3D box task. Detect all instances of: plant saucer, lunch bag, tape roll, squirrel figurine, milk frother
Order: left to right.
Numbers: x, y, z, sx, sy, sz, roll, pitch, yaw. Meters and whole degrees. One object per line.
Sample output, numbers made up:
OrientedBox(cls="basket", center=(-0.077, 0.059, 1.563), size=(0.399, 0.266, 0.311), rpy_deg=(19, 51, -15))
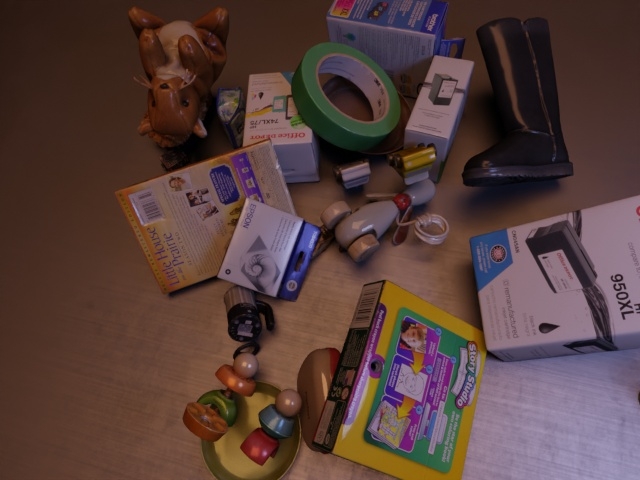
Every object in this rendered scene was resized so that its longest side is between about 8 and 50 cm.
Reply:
OrientedBox(cls="squirrel figurine", center=(-0.416, -0.434, 1.356), size=(0.281, 0.397, 0.370), rpy_deg=(0, 63, -13))
OrientedBox(cls="lunch bag", center=(-0.276, -0.388, 1.444), size=(0.096, 0.129, 0.151), rpy_deg=(-2, 63, 6))
OrientedBox(cls="milk frother", center=(-0.201, 0.217, 1.168), size=(0.143, 0.129, 0.134), rpy_deg=(-51, 28, 12))
OrientedBox(cls="plant saucer", center=(-0.163, 0.458, 1.074), size=(0.241, 0.037, 0.241), rpy_deg=(-3, 64, 6))
OrientedBox(cls="tape roll", center=(0.076, -0.411, 1.289), size=(0.321, 0.077, 0.321), rpy_deg=(12, 62, -24))
OrientedBox(cls="plant saucer", center=(0.135, -0.384, 1.400), size=(0.311, 0.050, 0.310), rpy_deg=(5, 64, -11))

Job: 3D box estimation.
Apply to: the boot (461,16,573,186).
OrientedBox(cls="boot", center=(0.497, -0.377, 1.216), size=(0.367, 0.146, 0.445), rpy_deg=(-7, 89, -30))

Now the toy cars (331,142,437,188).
OrientedBox(cls="toy cars", center=(0.165, -0.187, 1.227), size=(0.176, 0.087, 0.394), rpy_deg=(-28, 16, -39))

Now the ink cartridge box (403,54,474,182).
OrientedBox(cls="ink cartridge box", center=(0.338, -0.351, 1.313), size=(0.122, 0.211, 0.289), rpy_deg=(17, 66, 16))

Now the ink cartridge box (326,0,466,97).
OrientedBox(cls="ink cartridge box", center=(0.236, -0.601, 1.410), size=(0.395, 0.270, 0.151), rpy_deg=(19, 71, 15))

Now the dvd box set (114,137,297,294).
OrientedBox(cls="dvd box set", center=(-0.281, -0.062, 1.221), size=(0.420, 0.062, 0.307), rpy_deg=(-20, 109, -3))

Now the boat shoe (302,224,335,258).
OrientedBox(cls="boat shoe", center=(0.000, 0.000, 1.271), size=(0.135, 0.045, 0.050), rpy_deg=(-43, 78, -11))

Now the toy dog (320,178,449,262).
OrientedBox(cls="toy dog", center=(0.160, -0.048, 1.238), size=(0.334, 0.161, 0.220), rpy_deg=(-8, 69, -13))

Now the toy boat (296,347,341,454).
OrientedBox(cls="toy boat", center=(0.037, 0.367, 1.058), size=(0.151, 0.151, 0.231), rpy_deg=(5, 61, -25))

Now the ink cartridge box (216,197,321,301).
OrientedBox(cls="ink cartridge box", center=(-0.128, 0.029, 1.185), size=(0.224, 0.045, 0.223), rpy_deg=(20, 86, -14))

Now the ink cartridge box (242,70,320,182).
OrientedBox(cls="ink cartridge box", center=(-0.107, -0.334, 1.359), size=(0.198, 0.197, 0.270), rpy_deg=(-3, 64, 5))

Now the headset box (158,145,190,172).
OrientedBox(cls="headset box", center=(-0.472, -0.258, 1.456), size=(0.083, 0.032, 0.062), rpy_deg=(-35, 66, -12))

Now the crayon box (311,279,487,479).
OrientedBox(cls="crayon box", center=(0.190, 0.317, 0.986), size=(0.313, 0.106, 0.363), rpy_deg=(29, 67, -18))

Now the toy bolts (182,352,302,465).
OrientedBox(cls="toy bolts", center=(-0.158, 0.358, 0.991), size=(0.228, 0.218, 0.158), rpy_deg=(32, 85, 12))

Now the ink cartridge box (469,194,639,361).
OrientedBox(cls="ink cartridge box", center=(0.567, 0.095, 1.007), size=(0.395, 0.166, 0.285), rpy_deg=(-17, 59, 31))
